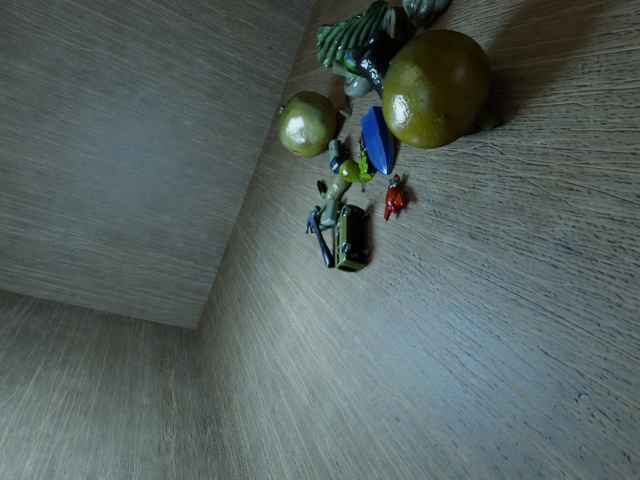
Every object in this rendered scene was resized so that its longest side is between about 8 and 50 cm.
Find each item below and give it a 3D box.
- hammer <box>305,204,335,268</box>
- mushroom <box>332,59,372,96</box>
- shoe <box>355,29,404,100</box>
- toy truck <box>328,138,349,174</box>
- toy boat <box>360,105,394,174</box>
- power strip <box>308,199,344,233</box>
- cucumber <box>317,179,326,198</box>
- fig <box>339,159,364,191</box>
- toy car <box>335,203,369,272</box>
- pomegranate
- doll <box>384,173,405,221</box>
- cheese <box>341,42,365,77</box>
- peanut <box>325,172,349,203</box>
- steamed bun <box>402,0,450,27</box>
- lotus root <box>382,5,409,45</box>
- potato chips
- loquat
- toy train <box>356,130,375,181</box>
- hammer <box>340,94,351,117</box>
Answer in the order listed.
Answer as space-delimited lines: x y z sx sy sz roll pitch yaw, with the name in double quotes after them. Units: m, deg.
0.000 0.000 1.880 0.137 0.037 0.290 -57 43 46 "hammer"
0.152 -0.772 1.977 0.207 0.215 0.208 -168 90 -68 "mushroom"
0.255 -0.635 1.624 0.171 0.237 0.384 -46 34 45 "shoe"
0.084 -0.395 2.011 0.074 0.088 0.202 -48 34 41 "toy truck"
0.234 -0.377 1.692 0.129 0.088 0.295 -42 48 48 "toy boat"
0.018 -0.108 1.972 0.256 0.070 0.105 -18 59 60 "power strip"
0.004 -0.268 2.161 0.038 0.043 0.163 -25 40 7 "cucumber"
0.146 -0.264 1.831 0.166 0.093 0.093 58 138 11 "fig"
0.113 -0.009 1.656 0.124 0.101 0.257 -45 36 52 "toy car"
-0.073 -0.602 2.233 0.332 0.332 0.333 -46 35 45 "pomegranate"
0.255 -0.159 1.507 0.109 0.057 0.169 -47 35 47 "doll"
0.204 -0.792 1.848 0.320 0.203 0.083 -60 -10 -33 "cheese"
0.074 -0.231 1.931 0.174 0.080 0.080 -60 26 33 "peanut"
0.397 -0.953 1.659 0.211 0.144 0.218 -45 36 45 "steamed bun"
0.318 -0.892 1.821 0.170 0.074 0.261 102 170 -48 "lotus root"
0.152 -0.919 1.926 0.373 0.097 0.389 -30 -5 1 "potato chips"
0.344 -0.409 1.222 0.359 0.328 0.328 38 115 19 "loquat"
0.186 -0.356 1.807 0.085 0.053 0.250 125 152 -45 "toy train"
0.122 -0.689 2.187 0.028 0.060 0.195 -51 27 39 "hammer"
